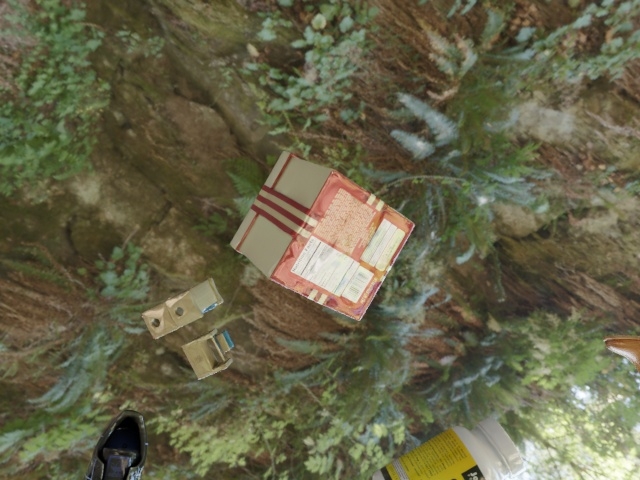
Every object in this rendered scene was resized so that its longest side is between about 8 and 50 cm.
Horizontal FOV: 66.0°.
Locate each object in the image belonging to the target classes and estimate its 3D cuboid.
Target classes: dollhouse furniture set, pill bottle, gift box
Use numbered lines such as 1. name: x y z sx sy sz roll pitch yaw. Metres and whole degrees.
1. dollhouse furniture set: -0.282 0.204 1.112 0.129 0.183 0.129 -25 -177 13
2. pill bottle: 0.311 0.574 1.194 0.334 0.187 0.188 -29 -169 -4
3. gift box: 0.000 0.000 0.990 0.255 0.276 0.258 -56 -148 -1

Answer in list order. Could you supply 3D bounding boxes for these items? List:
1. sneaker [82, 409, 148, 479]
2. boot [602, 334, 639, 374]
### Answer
1. sneaker: -0.276 0.331 0.628 0.232 0.081 0.090 -98 -152 -50
2. boot: 0.595 0.256 0.874 0.073 0.197 0.152 71 37 -74
